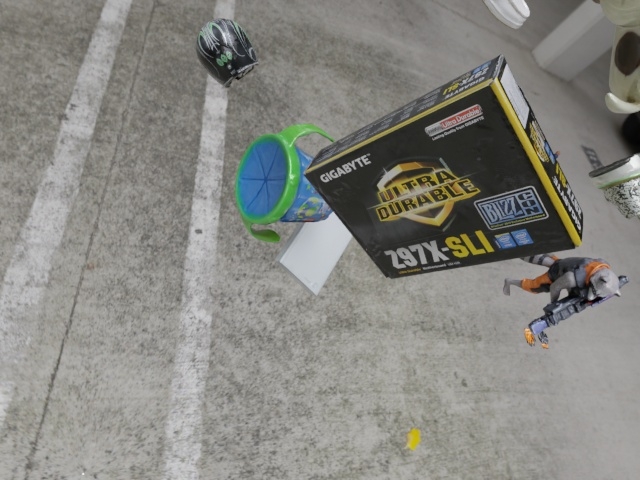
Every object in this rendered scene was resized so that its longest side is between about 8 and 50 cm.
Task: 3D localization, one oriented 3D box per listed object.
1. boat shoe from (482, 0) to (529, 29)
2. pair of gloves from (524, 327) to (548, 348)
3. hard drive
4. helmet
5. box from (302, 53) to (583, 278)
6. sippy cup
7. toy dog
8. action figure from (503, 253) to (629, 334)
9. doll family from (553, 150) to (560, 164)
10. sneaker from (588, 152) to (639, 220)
[{"bbox_3d":[0.356,-0.547,0.840,0.277,0.096,0.098,31,54,-29],"label":"boat shoe"},{"bbox_3d":[0.788,0.356,1.531,0.083,0.010,0.074,8,49,2],"label":"pair of gloves"},{"bbox_3d":[0.000,0.000,1.382,0.203,0.040,0.308,47,66,-36],"label":"hard drive"},{"bbox_3d":[-0.267,-0.530,1.170,0.161,0.169,0.169,56,50,-15],"label":"helmet"},{"bbox_3d":[0.167,-0.072,0.623,0.257,0.322,0.079,49,50,-23],"label":"box"},{"bbox_3d":[-0.074,-0.145,1.136,0.224,0.305,0.240,8,66,-44],"label":"sippy cup"},{"bbox_3d":[0.932,-0.613,1.196,0.408,0.395,0.284,52,11,-27],"label":"toy dog"},{"bbox_3d":[0.680,0.119,1.217,0.341,0.330,0.179,-25,100,-19],"label":"action figure"},{"bbox_3d":[0.378,-0.159,0.834,0.111,0.193,0.076,-106,172,-60],"label":"doll family"},{"bbox_3d":[0.893,-0.134,1.190,0.410,0.158,0.182,-9,80,-38],"label":"sneaker"}]
